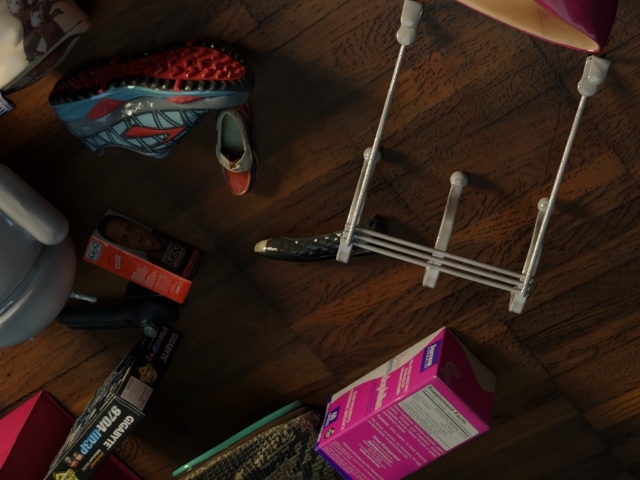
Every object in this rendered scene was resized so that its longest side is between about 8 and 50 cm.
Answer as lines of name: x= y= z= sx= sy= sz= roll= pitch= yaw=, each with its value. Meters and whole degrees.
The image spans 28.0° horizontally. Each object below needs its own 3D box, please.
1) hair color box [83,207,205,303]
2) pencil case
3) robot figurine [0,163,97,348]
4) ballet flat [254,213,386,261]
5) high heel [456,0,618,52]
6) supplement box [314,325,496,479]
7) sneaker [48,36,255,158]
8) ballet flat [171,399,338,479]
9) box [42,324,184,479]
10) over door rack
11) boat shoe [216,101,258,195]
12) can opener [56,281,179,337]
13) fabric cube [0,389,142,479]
hair color box: x=-0.227 y=0.020 z=1.665 sx=0.141 sy=0.072 sz=0.043 roll=24 pitch=125 yaw=-4
pencil case: x=-0.459 y=-0.328 z=1.434 sx=0.183 sy=0.160 sz=0.410 roll=-39 pitch=109 yaw=15
robot figurine: x=-0.450 y=0.001 z=1.608 sx=0.300 sy=0.200 sz=0.353 roll=-22 pitch=128 yaw=37
ballet flat: x=0.000 y=0.000 z=1.625 sx=0.173 sy=0.057 sz=0.049 roll=-6 pitch=81 yaw=15
high heel: x=0.111 y=-0.270 z=1.317 sx=0.377 sy=0.181 sz=0.127 roll=-4 pitch=160 yaw=14
supplement box: x=0.113 y=0.229 z=1.703 sx=0.220 sy=0.111 sz=0.114 roll=-34 pitch=109 yaw=29
sneaker: x=-0.187 y=-0.161 z=1.535 sx=0.262 sy=0.104 sz=0.125 roll=-3 pitch=133 yaw=24
ballet flat: x=-0.189 y=0.365 z=1.689 sx=0.182 sy=0.483 sz=0.164 roll=69 pitch=159 yaw=9
box: x=-0.284 y=0.232 z=1.756 sx=0.051 sy=0.175 sz=0.220 roll=35 pitch=123 yaw=-9
over door rack: x=0.172 y=-0.098 z=1.488 sx=0.239 sy=0.108 sz=0.324 roll=16 pitch=111 yaw=2
boat shoe: x=-0.104 y=-0.110 z=1.569 sx=0.049 sy=0.043 sz=0.137 roll=4 pitch=125 yaw=8
can opener: x=-0.273 y=0.100 z=1.744 sx=0.186 sy=0.073 sz=0.059 roll=-11 pitch=146 yaw=26
fabric cube: x=-0.440 y=0.426 z=1.872 sx=0.258 sy=0.259 sz=0.254 roll=-34 pitch=109 yaw=27
